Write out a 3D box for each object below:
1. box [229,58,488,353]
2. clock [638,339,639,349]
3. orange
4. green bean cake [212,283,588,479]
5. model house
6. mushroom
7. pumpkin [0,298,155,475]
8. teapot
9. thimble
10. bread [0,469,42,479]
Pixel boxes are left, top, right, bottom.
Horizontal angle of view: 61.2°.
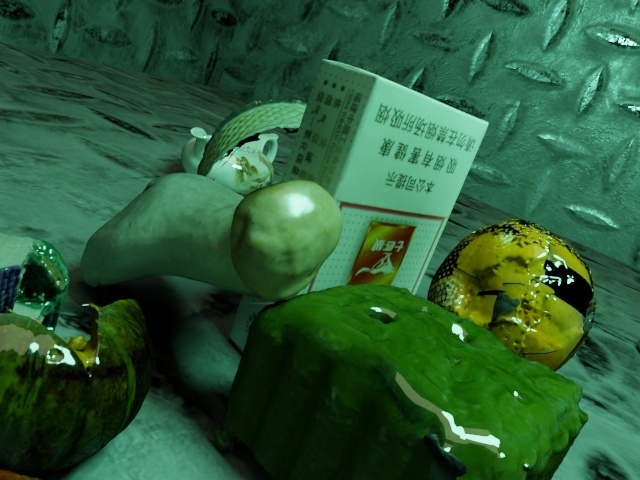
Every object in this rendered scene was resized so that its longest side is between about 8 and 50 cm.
[{"bbox_3d":[0.045,-0.012,0.628,0.210,0.330,0.095,5,23,-45],"label":"box"},{"bbox_3d":[0.761,0.257,1.098,0.170,0.069,0.232,25,17,13],"label":"clock"},{"bbox_3d":[0.258,0.087,0.756,0.182,0.234,0.234,23,13,-36],"label":"orange"},{"bbox_3d":[0.075,0.145,0.482,0.250,0.156,0.247,33,19,35],"label":"green bean cake"},{"bbox_3d":[-0.265,0.057,0.441,0.088,0.100,0.100,18,18,-17],"label":"model house"},{"bbox_3d":[-0.120,0.003,0.548,0.329,0.159,0.122,5,-27,47],"label":"mushroom"},{"bbox_3d":[-0.190,0.101,0.368,0.183,0.119,0.107,4,35,-48],"label":"pumpkin"},{"bbox_3d":[-0.194,-0.176,1.192,0.204,0.139,0.298,24,17,18],"label":"teapot"},{"bbox_3d":[-0.049,-0.060,0.784,0.271,0.270,0.150,16,20,-16],"label":"thimble"},{"bbox_3d":[-0.192,0.165,0.208,0.139,0.095,0.269,35,16,19],"label":"bread"}]
